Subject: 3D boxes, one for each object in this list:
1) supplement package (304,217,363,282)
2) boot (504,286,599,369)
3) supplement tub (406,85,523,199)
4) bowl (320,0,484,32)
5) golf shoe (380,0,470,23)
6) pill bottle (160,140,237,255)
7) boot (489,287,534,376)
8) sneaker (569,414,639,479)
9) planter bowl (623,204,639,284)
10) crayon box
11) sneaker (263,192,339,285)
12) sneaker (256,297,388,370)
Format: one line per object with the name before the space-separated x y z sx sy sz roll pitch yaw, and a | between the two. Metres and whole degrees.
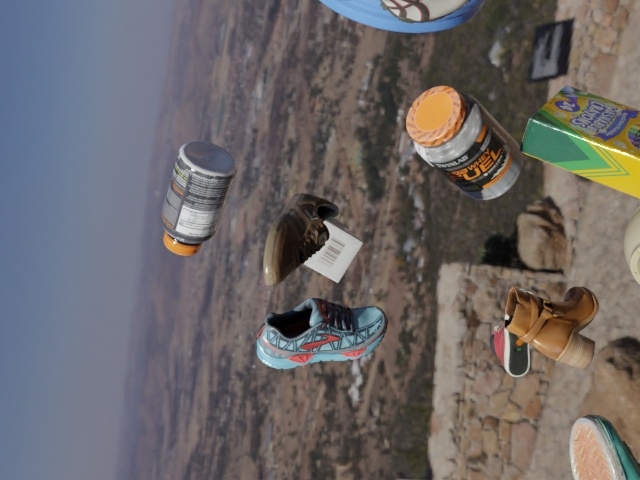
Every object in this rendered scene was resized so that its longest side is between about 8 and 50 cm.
supplement package | 0.000 0.000 1.651 0.105 0.105 0.179 -59 20 5
boot | 0.391 0.118 1.306 0.073 0.152 0.197 -63 2 36
supplement tub | 0.362 -0.245 1.927 0.193 0.316 0.194 -20 56 33
bowl | 0.141 -0.526 1.429 0.077 0.390 0.391 102 168 -50
golf shoe | 0.117 -0.345 0.994 0.120 0.272 0.105 15 105 55
pill bottle | -0.276 -0.084 1.677 0.130 0.130 0.246 -100 28 -51
boot | 0.522 0.230 2.113 0.176 0.088 0.245 -117 29 -73
sneaker | 0.507 0.415 1.242 0.108 0.121 0.302 -22 87 67
planter bowl | 0.559 0.020 1.221 0.109 0.162 0.162 -40 -22 -44
crayon box | 0.584 -0.186 1.495 0.203 0.322 0.083 -39 -33 -43
sneaker | -0.026 -0.007 1.077 0.188 0.071 0.066 -69 -20 -48
sneaker | 0.009 0.164 1.441 0.104 0.261 0.125 -118 21 -45
